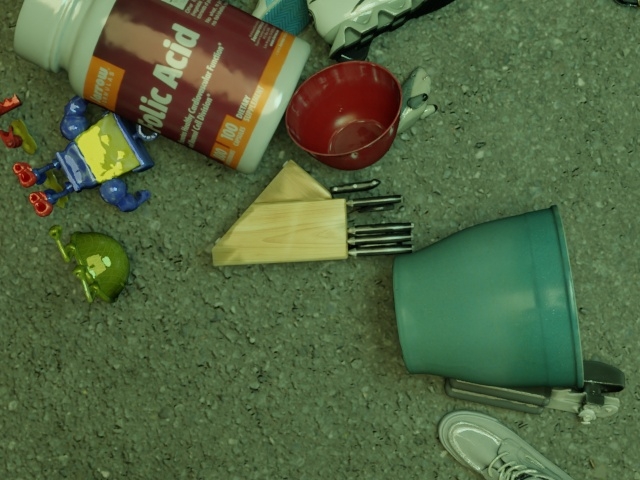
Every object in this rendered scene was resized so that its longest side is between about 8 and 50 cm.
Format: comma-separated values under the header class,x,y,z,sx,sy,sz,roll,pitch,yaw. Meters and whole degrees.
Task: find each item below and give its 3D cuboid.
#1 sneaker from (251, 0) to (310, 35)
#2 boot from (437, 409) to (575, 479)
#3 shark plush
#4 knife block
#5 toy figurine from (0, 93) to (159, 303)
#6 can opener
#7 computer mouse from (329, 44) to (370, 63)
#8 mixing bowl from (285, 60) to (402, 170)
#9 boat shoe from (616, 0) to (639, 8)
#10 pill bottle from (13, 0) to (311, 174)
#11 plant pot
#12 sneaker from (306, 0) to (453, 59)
class,x,y,z,sx,sy,sz,roll,pitch,yaw
sneaker,-0.048,-0.410,1.585,0.092,0.087,0.229,44,105,34
boot,0.304,0.355,1.567,0.258,0.123,0.095,30,92,1
shark plush,0.118,-0.203,1.611,0.161,0.073,0.067,-43,70,22
knife block,0.000,0.000,1.584,0.242,0.088,0.276,42,91,1
toy figurine,-0.332,-0.106,1.548,0.217,0.191,0.363,-30,91,-3
can opener,0.339,0.233,1.600,0.280,0.074,0.093,7,57,0
computer mouse,0.042,-0.392,1.605,0.071,0.041,0.242,1,84,-13
mixing bowl,0.047,-0.174,1.537,0.181,0.098,0.181,-9,54,13
boat shoe,0.516,-0.384,1.580,0.083,0.065,0.183,-38,83,3
pill bottle,-0.233,-0.275,1.496,0.392,0.224,0.224,25,92,-6
plant pot,0.244,0.099,1.504,0.255,0.271,0.272,-8,91,10
sneaker,0.129,-0.414,1.543,0.330,0.122,0.146,-26,86,-11
